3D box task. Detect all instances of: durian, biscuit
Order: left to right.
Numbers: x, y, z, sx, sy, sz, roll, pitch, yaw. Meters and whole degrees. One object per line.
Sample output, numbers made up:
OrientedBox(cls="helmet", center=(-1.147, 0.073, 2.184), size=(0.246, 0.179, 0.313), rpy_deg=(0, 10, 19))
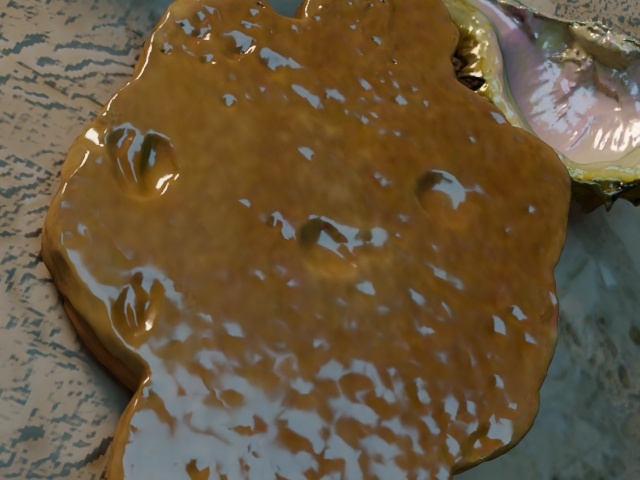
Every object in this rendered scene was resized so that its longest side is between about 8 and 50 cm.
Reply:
OrientedBox(cls="biscuit", center=(-0.002, 0.002, 0.621), size=(0.269, 0.051, 0.376), rpy_deg=(23, 61, -14))
OrientedBox(cls="durian", center=(0.135, -0.094, 0.761), size=(0.224, 0.078, 0.140), rpy_deg=(31, 70, 4))
